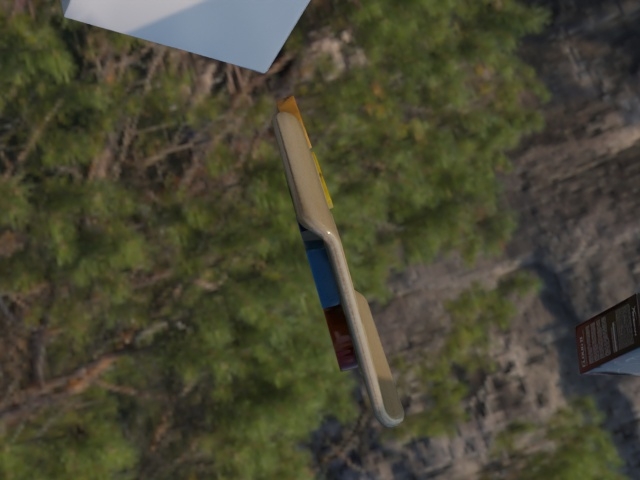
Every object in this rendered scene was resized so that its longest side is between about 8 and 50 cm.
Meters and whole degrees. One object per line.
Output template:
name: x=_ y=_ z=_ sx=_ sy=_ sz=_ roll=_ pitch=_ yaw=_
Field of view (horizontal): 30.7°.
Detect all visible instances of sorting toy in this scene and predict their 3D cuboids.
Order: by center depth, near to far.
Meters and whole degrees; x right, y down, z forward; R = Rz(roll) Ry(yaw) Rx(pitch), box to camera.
sorting toy: x=0.000 y=0.000 z=1.068 sx=0.041 sy=0.307 sz=0.229 roll=-20 pitch=122 yaw=2

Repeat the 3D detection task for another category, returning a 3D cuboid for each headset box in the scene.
headset box: x=0.190 y=0.057 z=0.670 sx=0.062 sy=0.032 sz=0.083 roll=4 pitch=159 yaw=-15

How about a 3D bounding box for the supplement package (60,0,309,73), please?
supplement package: x=-0.118 y=-0.321 z=1.015 sx=0.198 sy=0.263 sz=0.199 roll=11 pitch=130 yaw=-34
